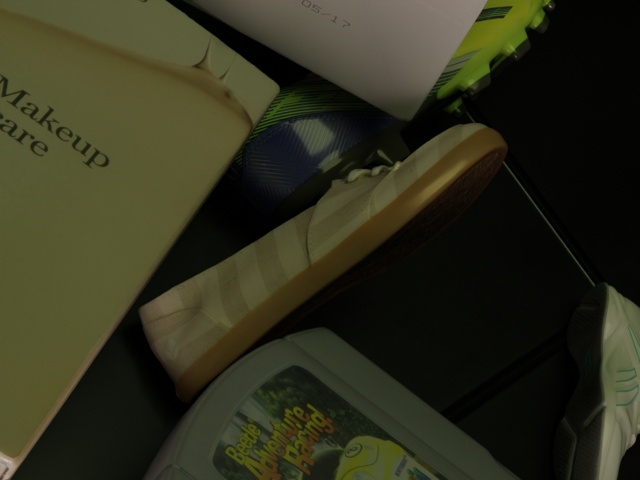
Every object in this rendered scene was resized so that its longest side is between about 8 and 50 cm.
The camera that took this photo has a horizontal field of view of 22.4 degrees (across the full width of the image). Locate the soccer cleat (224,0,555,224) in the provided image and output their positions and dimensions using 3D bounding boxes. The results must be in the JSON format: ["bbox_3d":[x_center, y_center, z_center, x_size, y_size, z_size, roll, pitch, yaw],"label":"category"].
[{"bbox_3d":[0.040,-0.117,0.983,0.121,0.093,0.289,47,52,3],"label":"soccer cleat"}]

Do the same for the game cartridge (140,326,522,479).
[{"bbox_3d":[0.015,0.141,0.755,0.196,0.060,0.294,34,20,3],"label":"game cartridge"}]

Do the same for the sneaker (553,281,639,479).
[{"bbox_3d":[0.179,0.097,0.963,0.061,0.054,0.152,27,53,-16],"label":"sneaker"}]

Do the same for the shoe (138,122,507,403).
[{"bbox_3d":[0.000,0.000,0.851,0.219,0.076,0.058,-37,76,1],"label":"shoe"}]

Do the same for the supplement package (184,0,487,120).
[{"bbox_3d":[0.034,-0.248,0.899,0.199,0.198,0.262,29,41,-4],"label":"supplement package"}]

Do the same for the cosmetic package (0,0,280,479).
[{"bbox_3d":[-0.155,-0.009,0.763,0.160,0.113,0.309,35,40,-5],"label":"cosmetic package"}]

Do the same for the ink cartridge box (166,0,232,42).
[{"bbox_3d":[-0.153,-0.177,0.931,0.209,0.062,0.109,3,60,-28],"label":"ink cartridge box"}]
